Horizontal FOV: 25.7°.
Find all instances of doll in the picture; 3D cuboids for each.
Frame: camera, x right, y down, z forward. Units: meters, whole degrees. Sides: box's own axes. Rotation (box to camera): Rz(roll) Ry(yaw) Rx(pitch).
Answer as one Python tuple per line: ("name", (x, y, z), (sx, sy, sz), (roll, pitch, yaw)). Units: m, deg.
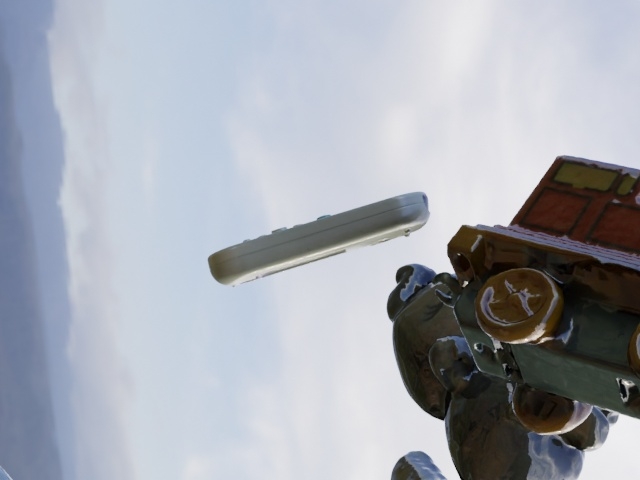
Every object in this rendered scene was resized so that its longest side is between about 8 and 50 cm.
("doll", (0.163, 0.209, 1.717), (0.378, 0.252, 0.382), (-48, -151, 14))

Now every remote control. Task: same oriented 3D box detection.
("remote control", (0.000, 0.000, 1.350), (0.078, 0.221, 0.042), (68, 6, -83))

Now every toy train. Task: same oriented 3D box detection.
("toy train", (0.268, 0.054, 1.212), (0.369, 0.231, 0.163), (15, -32, 36))

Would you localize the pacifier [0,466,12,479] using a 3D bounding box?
("pacifier", (-0.271, 0.120, 0.655), (0.207, 0.279, 0.227), (-109, -159, -60))
